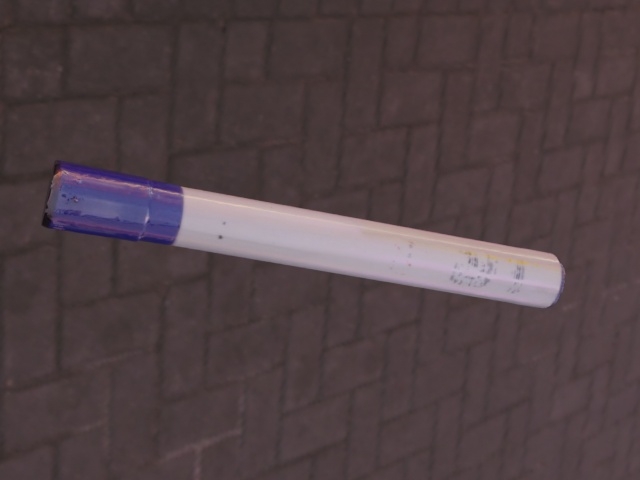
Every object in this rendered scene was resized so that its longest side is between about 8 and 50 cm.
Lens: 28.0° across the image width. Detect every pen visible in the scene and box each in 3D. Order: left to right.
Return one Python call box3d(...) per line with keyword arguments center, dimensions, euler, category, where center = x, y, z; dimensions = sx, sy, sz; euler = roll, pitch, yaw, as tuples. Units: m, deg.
box3d(center=(0.000, 0.000, 0.625), dimensions=(0.269, 0.033, 0.033), euler=(10, 99, -20), category="pen")
